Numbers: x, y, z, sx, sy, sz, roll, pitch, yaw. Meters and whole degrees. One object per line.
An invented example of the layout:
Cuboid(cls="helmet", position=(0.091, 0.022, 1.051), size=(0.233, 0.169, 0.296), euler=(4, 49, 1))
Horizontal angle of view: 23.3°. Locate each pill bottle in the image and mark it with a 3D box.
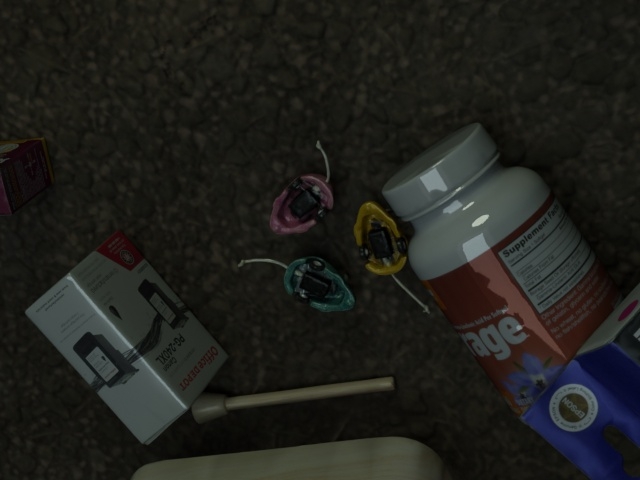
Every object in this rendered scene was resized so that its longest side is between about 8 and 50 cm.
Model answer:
Cuboid(cls="pill bottle", position=(0.144, 0.024, 1.175), size=(0.121, 0.121, 0.216), euler=(-32, 99, 27))

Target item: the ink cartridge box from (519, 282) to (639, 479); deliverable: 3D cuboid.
Cuboid(cls="ink cartridge box", position=(0.328, 0.049, 1.086), size=(0.175, 0.069, 0.371), euler=(41, 98, -2))

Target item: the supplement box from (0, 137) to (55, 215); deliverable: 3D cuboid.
Cuboid(cls="supplement box", position=(-0.268, -0.053, 1.301), size=(0.055, 0.083, 0.043), euler=(-3, 111, 19))

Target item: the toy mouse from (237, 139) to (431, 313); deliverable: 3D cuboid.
Cuboid(cls="toy mouse", position=(0.000, 0.000, 1.263), size=(0.143, 0.031, 0.161), euler=(-16, 105, 23))

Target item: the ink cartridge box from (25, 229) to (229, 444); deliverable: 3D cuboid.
Cuboid(cls="ink cartridge box", position=(-0.159, 0.080, 1.306), size=(0.063, 0.109, 0.150), euler=(-39, 96, 25))

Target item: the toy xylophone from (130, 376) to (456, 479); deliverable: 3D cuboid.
Cuboid(cls="toy xylophone", position=(-0.031, 0.217, 1.264), size=(0.322, 0.236, 0.081), euler=(-3, 125, 22))
